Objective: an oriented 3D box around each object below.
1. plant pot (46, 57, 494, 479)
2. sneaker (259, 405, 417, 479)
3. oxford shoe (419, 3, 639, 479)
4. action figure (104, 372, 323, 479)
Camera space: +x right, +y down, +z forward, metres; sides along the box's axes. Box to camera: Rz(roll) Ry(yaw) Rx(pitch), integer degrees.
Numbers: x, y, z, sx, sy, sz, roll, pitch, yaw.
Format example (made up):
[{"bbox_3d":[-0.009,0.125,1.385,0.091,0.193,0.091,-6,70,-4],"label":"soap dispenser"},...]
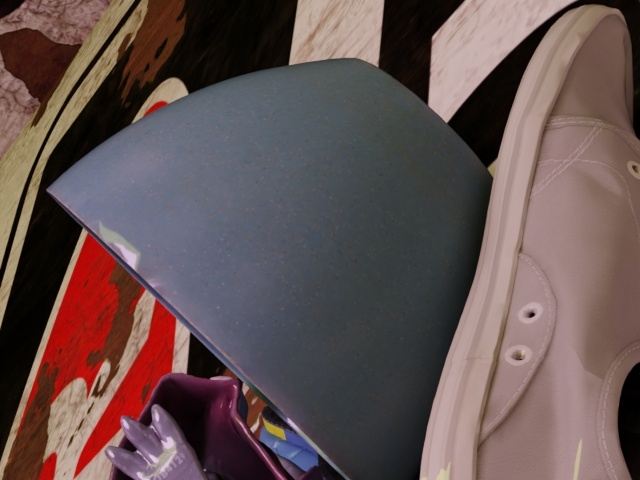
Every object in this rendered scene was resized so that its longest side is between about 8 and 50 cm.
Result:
[{"bbox_3d":[0.000,0.000,1.115,0.195,0.290,0.290,-47,19,-6],"label":"plant pot"},{"bbox_3d":[0.016,0.184,1.312,0.209,0.069,0.082,-152,55,-62],"label":"sneaker"},{"bbox_3d":[0.161,0.030,1.044,0.130,0.169,0.449,0,44,18],"label":"oxford shoe"},{"bbox_3d":[-0.022,0.219,1.103,0.248,0.275,0.370,-65,-18,-15],"label":"action figure"}]
